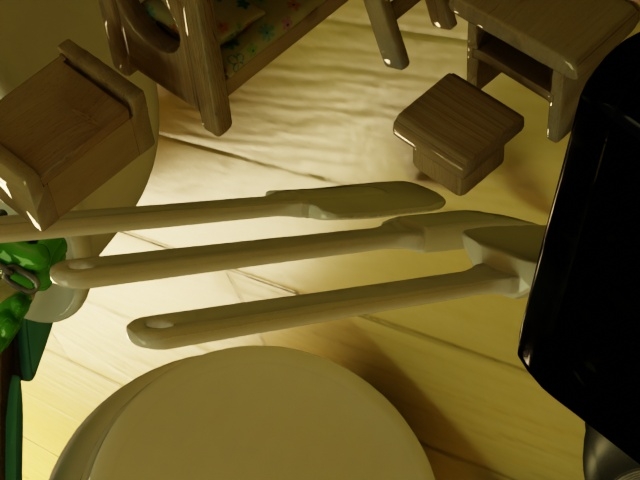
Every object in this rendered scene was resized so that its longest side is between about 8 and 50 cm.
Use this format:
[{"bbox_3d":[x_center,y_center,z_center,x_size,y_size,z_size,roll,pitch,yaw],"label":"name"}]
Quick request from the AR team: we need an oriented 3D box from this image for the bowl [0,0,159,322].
[{"bbox_3d":[-0.176,-0.113,0.780,0.298,0.134,0.298,37,154,22],"label":"bowl"}]

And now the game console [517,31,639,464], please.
[{"bbox_3d":[0.157,-0.025,0.339,0.213,0.044,0.361,37,146,26],"label":"game console"}]

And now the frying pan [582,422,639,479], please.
[{"bbox_3d":[0.147,0.120,0.712,0.326,0.053,0.197,12,137,47],"label":"frying pan"}]

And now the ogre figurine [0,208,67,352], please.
[{"bbox_3d":[-0.195,0.007,0.726,0.118,0.096,0.197,34,173,-12],"label":"ogre figurine"}]

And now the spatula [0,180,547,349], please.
[{"bbox_3d":[0.000,0.000,0.579,0.168,0.242,0.019,24,112,47],"label":"spatula"}]

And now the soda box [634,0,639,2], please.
[{"bbox_3d":[0.152,-0.085,0.391,0.183,0.058,0.063,22,145,41],"label":"soda box"}]

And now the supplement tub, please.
[{"bbox_3d":[-0.065,0.199,0.941,0.228,0.228,0.316,45,155,5],"label":"supplement tub"}]

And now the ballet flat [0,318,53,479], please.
[{"bbox_3d":[-0.215,0.073,0.888,0.124,0.342,0.116,5,141,-5],"label":"ballet flat"}]

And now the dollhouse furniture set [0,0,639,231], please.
[{"bbox_3d":[-0.010,-0.068,0.524,0.161,0.182,0.101,34,152,27],"label":"dollhouse furniture set"}]
